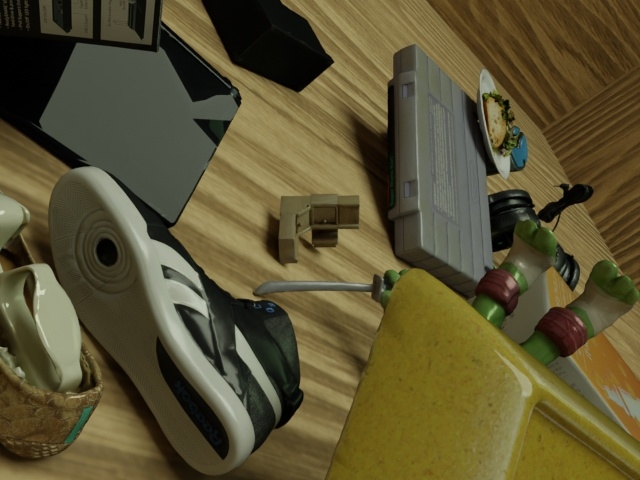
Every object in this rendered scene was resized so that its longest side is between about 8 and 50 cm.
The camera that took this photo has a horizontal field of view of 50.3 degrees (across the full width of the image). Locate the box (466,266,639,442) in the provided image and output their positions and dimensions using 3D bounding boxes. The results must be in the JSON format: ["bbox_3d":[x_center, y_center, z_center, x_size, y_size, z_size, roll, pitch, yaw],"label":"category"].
[{"bbox_3d":[0.309,0.231,0.842,0.345,0.168,0.215,51,25,-9],"label":"box"}]

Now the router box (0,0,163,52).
[{"bbox_3d":[-0.235,-0.263,0.475,0.243,0.081,0.308,1,48,-17],"label":"router box"}]

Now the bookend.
[{"bbox_3d":[-0.078,-0.306,0.948,0.156,0.072,0.157,7,52,-59],"label":"bookend"}]

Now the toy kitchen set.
[{"bbox_3d":[0.000,0.000,0.717,0.075,0.083,0.068,-90,179,-51],"label":"toy kitchen set"}]

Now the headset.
[{"bbox_3d":[0.393,-0.002,1.258,0.243,0.185,0.394,55,36,1],"label":"headset"}]

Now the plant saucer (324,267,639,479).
[{"bbox_3d":[0.128,0.233,0.424,0.333,0.081,0.332,36,65,-33],"label":"plant saucer"}]

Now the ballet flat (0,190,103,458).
[{"bbox_3d":[-0.178,0.017,0.379,0.206,0.067,0.073,57,26,7],"label":"ballet flat"}]

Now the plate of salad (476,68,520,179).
[{"bbox_3d":[0.319,-0.208,1.208,0.200,0.048,0.199,35,49,-55],"label":"plate of salad"}]

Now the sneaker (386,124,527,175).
[{"bbox_3d":[0.243,-0.167,1.301,0.341,0.140,0.125,5,79,-37],"label":"sneaker"}]

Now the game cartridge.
[{"bbox_3d":[0.188,-0.108,1.073,0.230,0.068,0.355,25,57,-40],"label":"game cartridge"}]

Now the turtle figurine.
[{"bbox_3d":[0.142,0.081,0.611,0.274,0.266,0.198,55,-17,-16],"label":"turtle figurine"}]

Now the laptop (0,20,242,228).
[{"bbox_3d":[-0.204,-0.164,0.625,0.234,0.136,0.264,40,3,-29],"label":"laptop"}]

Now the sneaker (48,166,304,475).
[{"bbox_3d":[-0.092,0.043,0.477,0.217,0.079,0.121,60,29,3],"label":"sneaker"}]
